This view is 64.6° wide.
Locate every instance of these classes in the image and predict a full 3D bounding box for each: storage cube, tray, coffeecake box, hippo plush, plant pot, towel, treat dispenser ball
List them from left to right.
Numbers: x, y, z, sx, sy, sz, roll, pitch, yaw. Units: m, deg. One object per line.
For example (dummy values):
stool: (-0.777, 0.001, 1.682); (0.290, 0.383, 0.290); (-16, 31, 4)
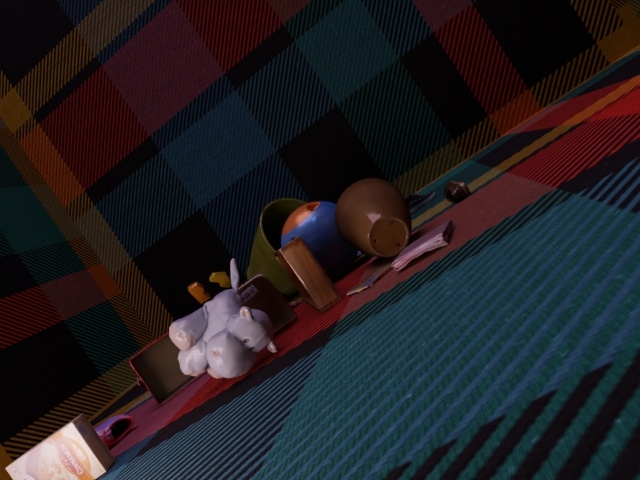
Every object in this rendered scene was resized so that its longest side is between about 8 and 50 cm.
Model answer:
coffeecake box: (-0.612, 0.529, 1.199); (0.185, 0.142, 0.068); (-35, 1, -2)
storage cube: (-0.528, 0.428, 1.739); (0.214, 0.184, 0.193); (-35, 1, -23)
hippo plush: (-0.201, 0.245, 1.268); (0.236, 0.234, 0.294); (14, 53, 48)
plant pot: (-0.146, 0.073, 2.163); (0.366, 0.366, 0.353); (-36, -14, -46)
tray: (-0.050, 0.098, 1.524); (0.076, 0.203, 0.411); (-34, 2, -9)
treat dispenser ball: (0.000, 0.000, 1.840); (0.288, 0.288, 0.288); (-34, 2, 1)
plant pot: (0.175, -0.044, 1.500); (0.237, 0.237, 0.254); (-34, 17, 5)
towel: (0.253, 0.011, 1.224); (0.144, 0.029, 0.197); (-34, -1, 24)

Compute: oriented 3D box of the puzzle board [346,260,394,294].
puzzle board: (0.134, 0.097, 1.301); (0.128, 0.011, 0.096); (-36, 4, -35)

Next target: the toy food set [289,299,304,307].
toy food set: (-0.115, 0.243, 1.801); (0.122, 0.019, 0.078); (-36, 2, -37)

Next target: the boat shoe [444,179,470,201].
boat shoe: (0.446, -0.163, 1.710); (0.060, 0.064, 0.178); (-32, 4, 1)

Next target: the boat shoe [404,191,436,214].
boat shoe: (0.436, -0.189, 2.278); (0.183, 0.083, 0.065); (-35, 2, -20)

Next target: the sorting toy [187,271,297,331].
sorting toy: (-0.231, 0.186, 1.465); (0.229, 0.307, 0.041); (-32, 37, 1)

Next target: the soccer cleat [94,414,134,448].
soccer cleat: (-0.653, 0.590, 1.463); (0.095, 0.083, 0.248); (-27, 3, 39)

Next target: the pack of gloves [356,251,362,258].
pack of gloves: (0.125, 0.054, 2.088); (0.195, 0.046, 0.232); (-36, 3, -32)
